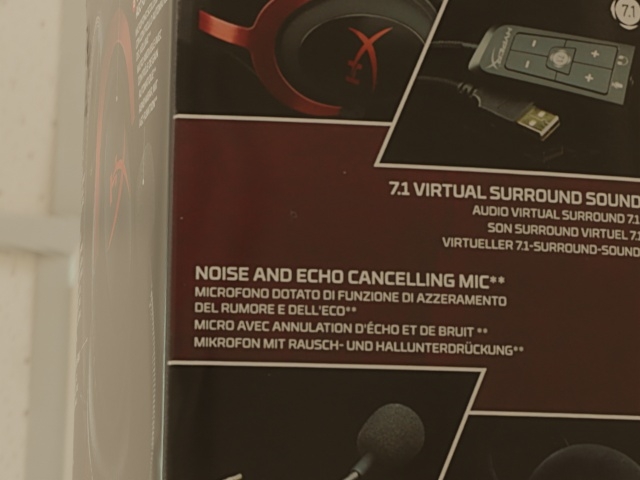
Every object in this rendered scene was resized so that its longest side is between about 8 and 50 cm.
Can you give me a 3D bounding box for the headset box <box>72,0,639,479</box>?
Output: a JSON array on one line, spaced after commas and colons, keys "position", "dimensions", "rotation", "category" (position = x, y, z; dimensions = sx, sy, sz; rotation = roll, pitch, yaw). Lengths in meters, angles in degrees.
[{"position": [0.000, 0.000, 0.495], "dimensions": [0.110, 0.218, 0.293], "rotation": [2, -102, -11], "category": "headset box"}]
